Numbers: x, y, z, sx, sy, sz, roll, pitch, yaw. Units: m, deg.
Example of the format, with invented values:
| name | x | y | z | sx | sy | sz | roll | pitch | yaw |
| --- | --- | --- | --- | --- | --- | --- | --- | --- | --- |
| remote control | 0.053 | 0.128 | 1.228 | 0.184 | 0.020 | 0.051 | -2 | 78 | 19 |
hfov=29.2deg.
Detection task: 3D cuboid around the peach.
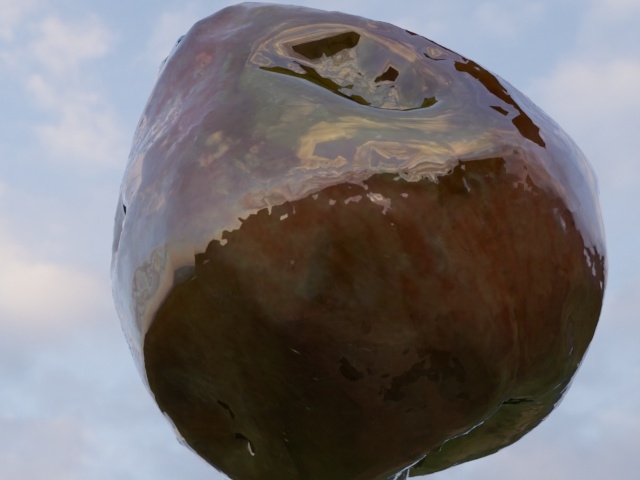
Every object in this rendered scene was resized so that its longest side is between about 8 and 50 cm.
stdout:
| name | x | y | z | sx | sy | sz | roll | pitch | yaw |
| --- | --- | --- | --- | --- | --- | --- | --- | --- | --- |
| peach | 0.000 | 0.000 | 0.541 | 0.214 | 0.235 | 0.214 | -33 | -23 | -16 |
